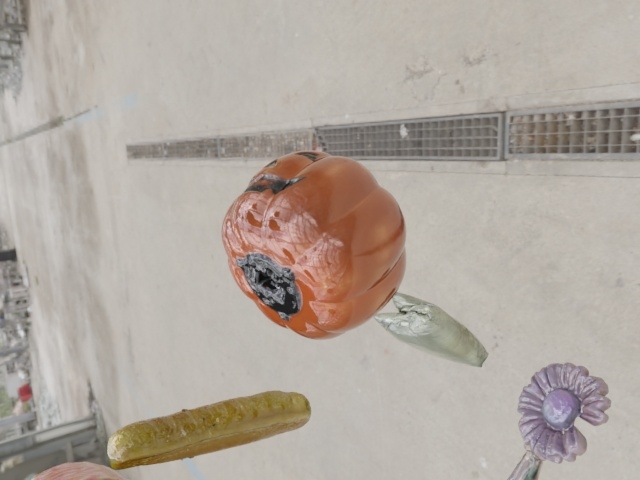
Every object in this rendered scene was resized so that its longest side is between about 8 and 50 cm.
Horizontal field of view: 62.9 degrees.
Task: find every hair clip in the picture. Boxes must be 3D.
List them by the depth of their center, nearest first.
[{"bbox_3d":[0.391,0.354,0.922,0.173,0.069,0.300,-127,55,-68],"label":"hair clip"}]

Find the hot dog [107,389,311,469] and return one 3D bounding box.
[{"bbox_3d":[-0.145,0.257,0.728,0.088,0.285,0.061,-52,49,43],"label":"hot dog"}]

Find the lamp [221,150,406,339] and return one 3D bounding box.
[{"bbox_3d":[0.000,0.000,0.534,0.187,0.164,0.188,25,136,27],"label":"lamp"}]

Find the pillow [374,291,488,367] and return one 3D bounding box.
[{"bbox_3d":[0.197,0.161,0.910,0.134,0.181,0.078,6,64,57],"label":"pillow"}]

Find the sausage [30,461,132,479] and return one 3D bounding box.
[{"bbox_3d":[-0.351,0.454,0.766,0.287,0.233,0.233,-26,76,57],"label":"sausage"}]
